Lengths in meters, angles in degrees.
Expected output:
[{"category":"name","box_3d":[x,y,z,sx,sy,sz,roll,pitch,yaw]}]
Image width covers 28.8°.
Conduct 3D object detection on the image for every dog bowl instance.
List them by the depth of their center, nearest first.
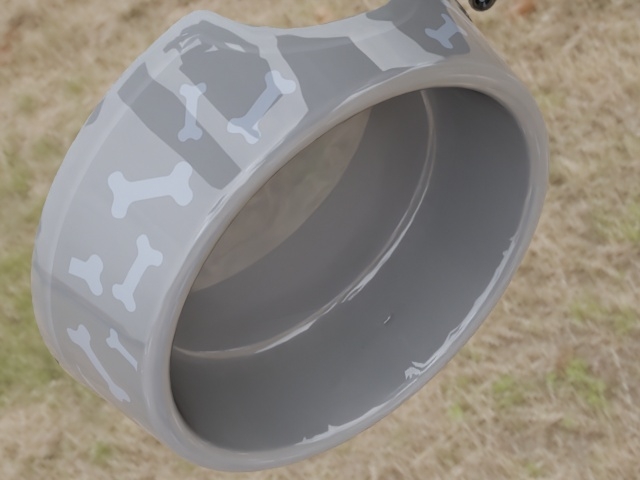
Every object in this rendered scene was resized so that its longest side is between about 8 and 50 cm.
[{"category":"dog bowl","box_3d":[0.000,0.000,0.783,0.349,0.349,0.102,-42,55,-5]}]

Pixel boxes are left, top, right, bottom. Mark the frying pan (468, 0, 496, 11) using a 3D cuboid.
[{"category":"frying pan","box_3d":[0.112,-0.260,0.870,0.326,0.197,0.053,134,144,-55]}]
